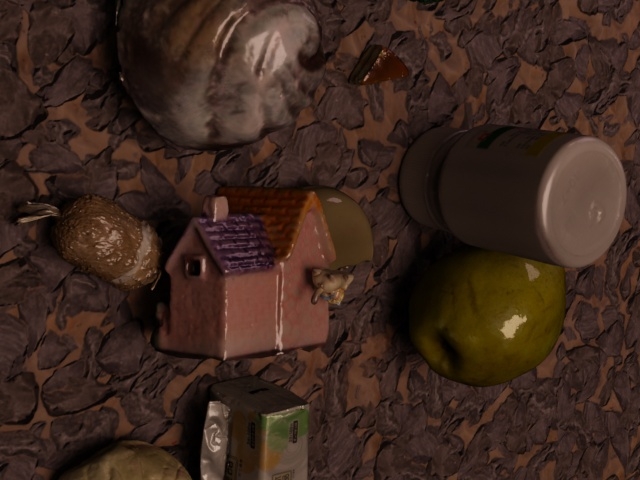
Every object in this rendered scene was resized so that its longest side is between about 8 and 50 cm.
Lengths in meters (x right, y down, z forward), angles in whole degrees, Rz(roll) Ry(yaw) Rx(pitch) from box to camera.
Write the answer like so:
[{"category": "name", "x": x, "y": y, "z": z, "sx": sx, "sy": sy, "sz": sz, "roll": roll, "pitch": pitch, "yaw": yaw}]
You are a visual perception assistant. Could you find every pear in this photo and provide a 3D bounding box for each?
[{"category": "pear", "x": 0.294, "y": 0.115, "z": 2.047, "sx": 0.307, "sy": 0.253, "sz": 0.252, "roll": -37, "pitch": 124, "yaw": -44}]

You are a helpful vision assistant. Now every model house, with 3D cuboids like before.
[{"category": "model house", "x": -0.125, "y": 0.039, "z": 1.708, "sx": 0.237, "sy": 0.202, "sz": 0.237, "roll": -3, "pitch": 98, "yaw": -47}]

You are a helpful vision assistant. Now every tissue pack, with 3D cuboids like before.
[{"category": "tissue pack", "x": -0.116, "y": 0.346, "z": 1.829, "sx": 0.145, "sy": 0.159, "sz": 0.229, "roll": -9, "pitch": 108, "yaw": -37}]

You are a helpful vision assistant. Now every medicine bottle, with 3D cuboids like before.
[{"category": "medicine bottle", "x": 0.303, "y": -0.084, "z": 1.931, "sx": 0.208, "sy": 0.340, "sz": 0.208, "roll": -9, "pitch": 106, "yaw": -36}]

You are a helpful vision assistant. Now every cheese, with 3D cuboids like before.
[{"category": "cheese", "x": 0.000, "y": 0.000, "z": 1.875, "sx": 0.203, "sy": 0.091, "sz": 0.175, "roll": 2, "pitch": 102, "yaw": -39}]

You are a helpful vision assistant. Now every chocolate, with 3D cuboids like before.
[{"category": "chocolate", "x": -0.101, "y": -0.271, "z": 1.600, "sx": 0.303, "sy": 0.213, "sz": 0.303, "roll": -3, "pitch": 94, "yaw": -47}]

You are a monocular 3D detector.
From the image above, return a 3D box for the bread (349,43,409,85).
[{"category": "bread", "x": 0.096, "y": -0.285, "z": 1.907, "sx": 0.109, "sy": 0.043, "sz": 0.062, "roll": -14, "pitch": 112, "yaw": -35}]

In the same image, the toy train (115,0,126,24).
[{"category": "toy train", "x": -0.227, "y": -0.271, "z": 1.647, "sx": 0.209, "sy": 0.042, "sz": 0.044, "roll": 52, "pitch": 54, "yaw": -35}]

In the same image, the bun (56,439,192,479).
[{"category": "bun", "x": -0.280, "y": 0.418, "z": 1.724, "sx": 0.244, "sy": 0.153, "sz": 0.243, "roll": -11, "pitch": 110, "yaw": -32}]

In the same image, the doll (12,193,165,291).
[{"category": "doll", "x": -0.307, "y": -0.008, "z": 1.619, "sx": 0.221, "sy": 0.115, "sz": 0.105, "roll": 35, "pitch": 89, "yaw": -33}]

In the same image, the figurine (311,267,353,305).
[{"category": "figurine", "x": 0.013, "y": 0.066, "z": 1.687, "sx": 0.083, "sy": 0.047, "sz": 0.050, "roll": 8, "pitch": 104, "yaw": -58}]

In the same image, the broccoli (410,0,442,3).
[{"category": "broccoli", "x": 0.147, "y": -0.506, "z": 1.770, "sx": 0.275, "sy": 0.308, "sz": 0.307, "roll": -20, "pitch": 116, "yaw": -61}]
